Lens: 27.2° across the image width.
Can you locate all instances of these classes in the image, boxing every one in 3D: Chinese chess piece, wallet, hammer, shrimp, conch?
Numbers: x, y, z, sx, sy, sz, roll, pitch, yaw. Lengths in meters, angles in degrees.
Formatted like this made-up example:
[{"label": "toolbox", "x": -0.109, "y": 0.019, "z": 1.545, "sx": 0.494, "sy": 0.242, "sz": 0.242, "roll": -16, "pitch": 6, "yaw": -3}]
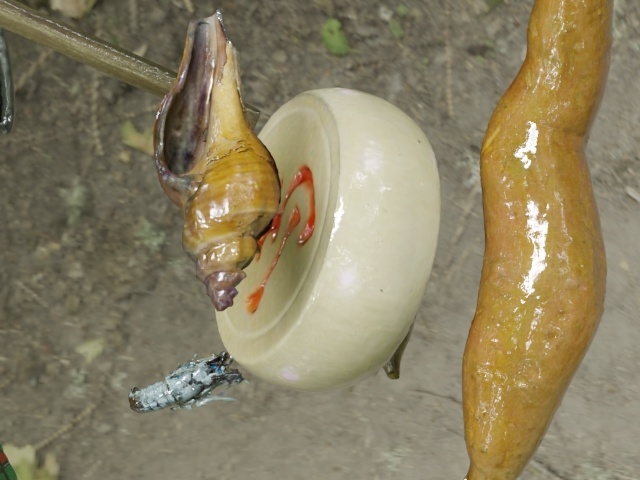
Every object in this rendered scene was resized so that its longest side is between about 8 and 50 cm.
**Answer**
[{"label": "Chinese chess piece", "x": 0.000, "y": 0.000, "z": 1.155, "sx": 0.273, "sy": 0.102, "sz": 0.273, "roll": -43, "pitch": 39, "yaw": 51}, {"label": "wallet", "x": -0.460, "y": -0.238, "z": 1.791, "sx": 0.245, "sy": 0.052, "sz": 0.168, "roll": -153, "pitch": 59, "yaw": -65}, {"label": "hammer", "x": -0.233, "y": -0.198, "z": 1.372, "sx": 0.365, "sy": 0.043, "sz": 0.111, "roll": 23, "pitch": 128, "yaw": -10}, {"label": "shrimp", "x": -0.185, "y": 0.207, "z": 1.798, "sx": 0.174, "sy": 0.076, "sz": 0.082, "roll": -22, "pitch": 104, "yaw": 13}, {"label": "conch", "x": -0.079, "y": -0.057, "z": 0.983, "sx": 0.086, "sy": 0.080, "sz": 0.232, "roll": -15, "pitch": 58, "yaw": -9}]

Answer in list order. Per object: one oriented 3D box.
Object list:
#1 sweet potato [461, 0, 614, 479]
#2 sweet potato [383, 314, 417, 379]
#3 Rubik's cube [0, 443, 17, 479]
[{"label": "sweet potato", "x": 0.061, "y": -0.015, "z": 0.370, "sx": 0.044, "sy": 0.044, "sz": 0.179, "roll": 10, "pitch": 96, "yaw": 27}, {"label": "sweet potato", "x": 0.069, "y": 0.030, "z": 1.448, "sx": 0.069, "sy": 0.059, "sz": 0.249, "roll": -12, "pitch": 107, "yaw": 13}, {"label": "Rubik's cube", "x": -0.363, "y": 0.241, "z": 1.285, "sx": 0.133, "sy": 0.112, "sz": 0.133, "roll": 9, "pitch": 103, "yaw": 41}]
